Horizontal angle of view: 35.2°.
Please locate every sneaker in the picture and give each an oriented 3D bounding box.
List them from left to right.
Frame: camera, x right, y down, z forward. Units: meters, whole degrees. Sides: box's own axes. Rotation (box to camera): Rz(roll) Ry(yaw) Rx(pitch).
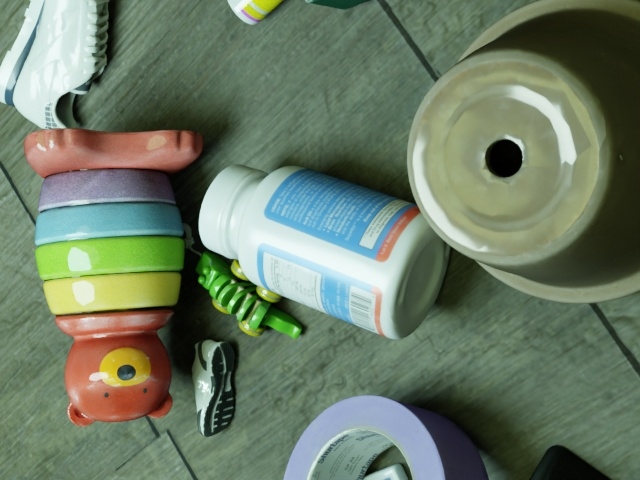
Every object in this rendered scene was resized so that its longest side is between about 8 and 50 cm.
[{"bbox_3d":[-0.269,-0.230,1.107,0.094,0.090,0.235,33,115,8],"label":"sneaker"},{"bbox_3d":[-0.119,0.158,1.093,0.043,0.040,0.109,14,100,44],"label":"sneaker"}]

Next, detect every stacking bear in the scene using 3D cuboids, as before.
[{"bbox_3d":[-0.212,0.042,1.036,0.164,0.175,0.289,167,100,-66],"label":"stacking bear"}]

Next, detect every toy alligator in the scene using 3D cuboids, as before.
[{"bbox_3d":[-0.100,0.045,1.055,0.189,0.051,0.056,38,112,20],"label":"toy alligator"}]

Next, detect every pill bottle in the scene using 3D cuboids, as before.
[{"bbox_3d":[-0.050,-0.253,0.993,0.083,0.043,0.043,-35,79,28],"label":"pill bottle"},{"bbox_3d":[0.000,0.000,0.952,0.221,0.124,0.124,21,106,26],"label":"pill bottle"}]

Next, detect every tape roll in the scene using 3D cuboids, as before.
[{"bbox_3d":[0.058,0.243,0.934,0.189,0.080,0.189,-18,61,36],"label":"tape roll"}]

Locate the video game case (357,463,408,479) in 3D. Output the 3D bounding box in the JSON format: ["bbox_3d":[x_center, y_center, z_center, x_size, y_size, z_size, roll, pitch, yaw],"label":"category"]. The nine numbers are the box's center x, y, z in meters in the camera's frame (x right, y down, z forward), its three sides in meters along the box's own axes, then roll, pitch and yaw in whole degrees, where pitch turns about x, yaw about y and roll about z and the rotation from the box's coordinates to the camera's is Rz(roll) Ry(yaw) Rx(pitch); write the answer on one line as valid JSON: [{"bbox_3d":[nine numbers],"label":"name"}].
[{"bbox_3d":[0.046,0.349,1.029,0.183,0.023,0.201,-28,82,29],"label":"video game case"}]

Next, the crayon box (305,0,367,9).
[{"bbox_3d":[0.112,-0.348,0.868,0.318,0.081,0.202,-15,89,30],"label":"crayon box"}]

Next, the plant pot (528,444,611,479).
[{"bbox_3d":[0.209,0.321,0.851,0.188,0.167,0.187,33,112,21],"label":"plant pot"}]

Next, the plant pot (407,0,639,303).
[{"bbox_3d":[0.176,-0.067,0.784,0.263,0.229,0.263,5,99,30],"label":"plant pot"}]
